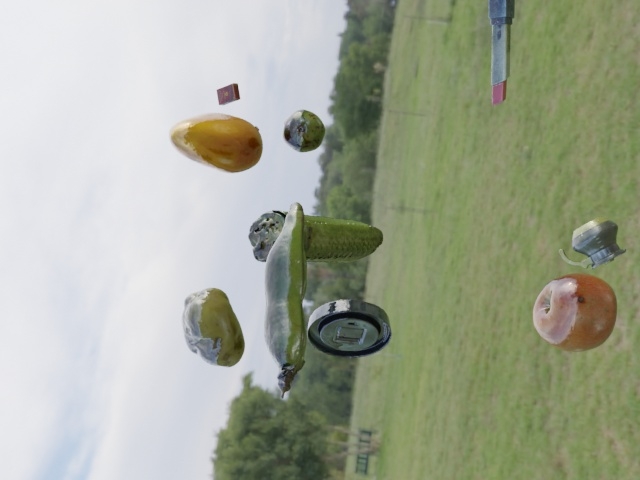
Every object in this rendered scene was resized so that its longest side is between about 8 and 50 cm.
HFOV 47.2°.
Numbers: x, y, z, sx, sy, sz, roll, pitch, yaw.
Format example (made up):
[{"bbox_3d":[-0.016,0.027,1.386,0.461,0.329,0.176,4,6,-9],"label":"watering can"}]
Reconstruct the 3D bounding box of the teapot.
[{"bbox_3d":[0.734,0.015,1.976,0.130,0.165,0.119,-1,-119,-63],"label":"teapot"}]

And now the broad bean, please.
[{"bbox_3d":[-0.057,0.090,1.192,0.061,0.077,0.339,21,-120,-43],"label":"broad bean"}]

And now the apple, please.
[{"bbox_3d":[0.771,0.216,2.235,0.253,0.253,0.254,8,-90,-87],"label":"apple"}]

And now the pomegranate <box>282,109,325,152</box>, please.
[{"bbox_3d":[-0.043,-0.285,1.927,0.142,0.114,0.115,9,-92,-84],"label":"pomegranate"}]

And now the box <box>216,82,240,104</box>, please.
[{"bbox_3d":[-0.290,-0.460,2.305,0.023,0.082,0.052,-11,-88,-49],"label":"box"}]

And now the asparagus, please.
[{"bbox_3d":[0.000,0.000,1.635,0.381,0.128,0.108,3,-129,-55],"label":"asparagus"}]

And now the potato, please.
[{"bbox_3d":[-0.259,0.210,1.764,0.137,0.154,0.201,-37,-64,-36],"label":"potato"}]

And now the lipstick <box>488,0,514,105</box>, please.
[{"bbox_3d":[0.451,-0.495,1.821,0.051,0.051,0.312,-13,-76,-49],"label":"lipstick"}]

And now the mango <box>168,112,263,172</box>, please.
[{"bbox_3d":[-0.266,-0.250,1.843,0.138,0.187,0.257,-52,-16,25],"label":"mango"}]

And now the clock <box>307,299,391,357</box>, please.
[{"bbox_3d":[0.073,0.225,1.859,0.215,0.214,0.042,94,178,-50],"label":"clock"}]
